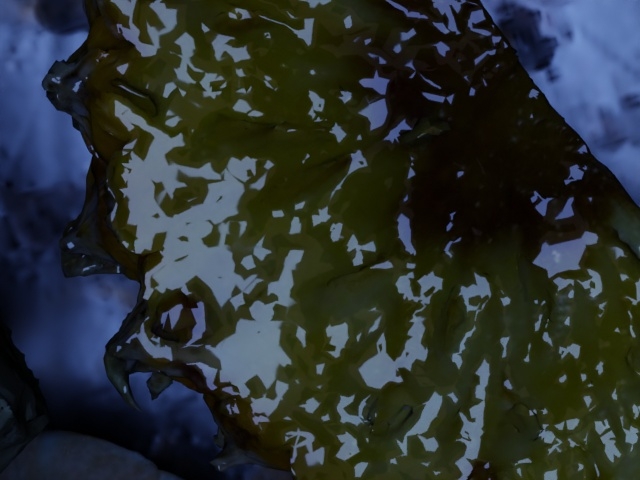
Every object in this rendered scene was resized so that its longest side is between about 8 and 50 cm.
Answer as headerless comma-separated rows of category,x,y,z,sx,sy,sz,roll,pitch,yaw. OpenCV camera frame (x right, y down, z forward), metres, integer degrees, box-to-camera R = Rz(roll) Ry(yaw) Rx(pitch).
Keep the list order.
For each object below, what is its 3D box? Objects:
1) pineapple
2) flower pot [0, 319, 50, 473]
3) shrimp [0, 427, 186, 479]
pineapple,0.000,0.000,0.407,0.135,0.079,0.233,-37,98,7
flower pot,-0.173,0.052,0.363,0.203,0.212,0.212,-37,98,-5
shrimp,-0.065,0.156,0.441,0.152,0.046,0.219,12,101,12
